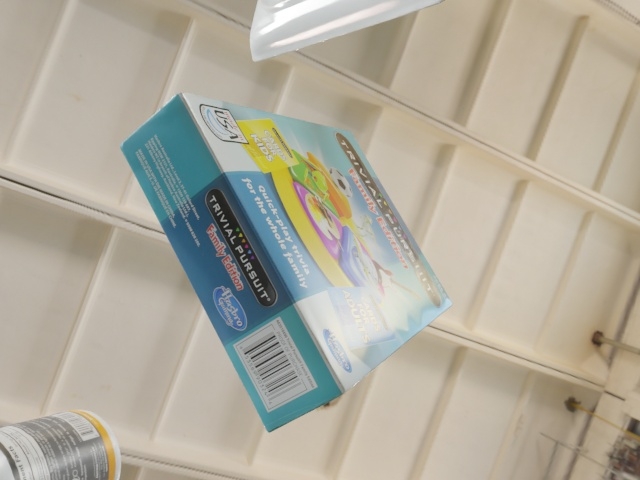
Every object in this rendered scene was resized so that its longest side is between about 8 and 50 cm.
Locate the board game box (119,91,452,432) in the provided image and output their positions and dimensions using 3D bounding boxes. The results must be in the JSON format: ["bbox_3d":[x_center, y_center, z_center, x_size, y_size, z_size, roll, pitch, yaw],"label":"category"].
[{"bbox_3d":[0.000,0.000,0.575,0.079,0.336,0.253,-33,-99,24],"label":"board game box"}]

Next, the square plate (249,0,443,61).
[{"bbox_3d":[0.040,-0.412,0.703,0.049,0.347,0.343,19,-100,-40],"label":"square plate"}]

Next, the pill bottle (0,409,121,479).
[{"bbox_3d":[-0.429,0.337,0.799,0.162,0.278,0.162,-2,-95,24],"label":"pill bottle"}]
